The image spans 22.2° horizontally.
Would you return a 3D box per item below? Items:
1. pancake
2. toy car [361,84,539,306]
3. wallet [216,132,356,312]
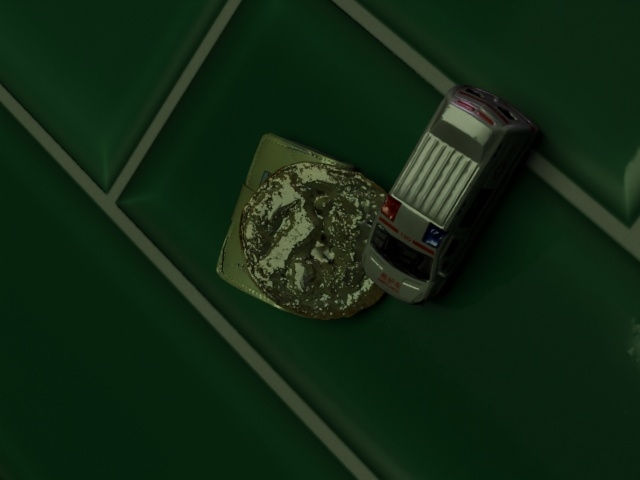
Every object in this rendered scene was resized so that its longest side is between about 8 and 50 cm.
[{"bbox_3d":[0.000,0.000,1.532,0.158,0.028,0.158,0,90,10],"label":"pancake"},{"bbox_3d":[0.103,-0.035,1.434,0.089,0.108,0.209,34,106,12],"label":"toy car"},{"bbox_3d":[-0.038,-0.018,1.581,0.110,0.039,0.155,24,98,32],"label":"wallet"}]
